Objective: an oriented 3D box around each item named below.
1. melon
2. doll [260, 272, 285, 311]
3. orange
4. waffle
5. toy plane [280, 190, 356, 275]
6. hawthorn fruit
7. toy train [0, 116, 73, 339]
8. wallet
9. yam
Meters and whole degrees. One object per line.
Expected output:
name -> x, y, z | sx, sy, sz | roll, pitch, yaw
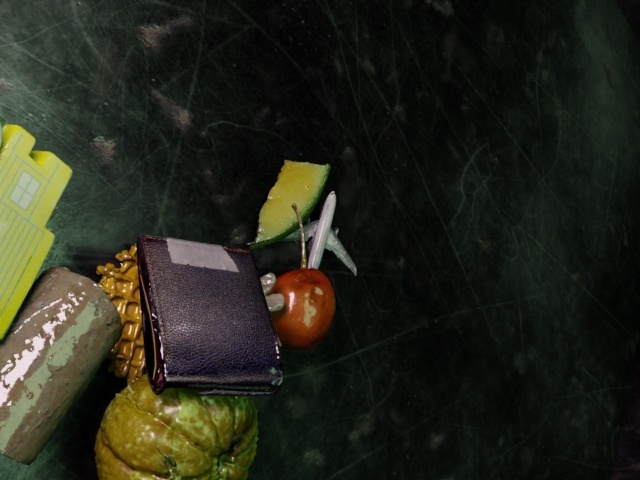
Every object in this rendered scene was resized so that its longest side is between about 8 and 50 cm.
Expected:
melon -> -0.070, -0.078, 1.584 | 0.114, 0.053, 0.261 | 40, 61, -9
doll -> -0.189, 0.116, 1.341 | 0.275, 0.113, 0.154 | -7, 68, -48
orange -> -0.234, 0.325, 1.263 | 0.301, 0.223, 0.300 | -44, 143, -41
waffle -> -0.301, 0.123, 1.340 | 0.229, 0.051, 0.231 | -34, 109, -39
toy plane -> -0.002, 0.002, 1.645 | 0.226, 0.058, 0.226 | 22, 67, -30
hawthorn fruit -> -0.041, 0.075, 1.532 | 0.165, 0.165, 0.285 | 19, 74, -43
toy train -> -0.512, -0.002, 1.035 | 0.272, 0.179, 0.442 | 50, 53, -50
wallet -> -0.180, 0.121, 1.216 | 0.221, 0.071, 0.262 | 8, 56, -37
yam -> -0.420, 0.186, 1.137 | 0.161, 0.161, 0.268 | 50, 54, -31
